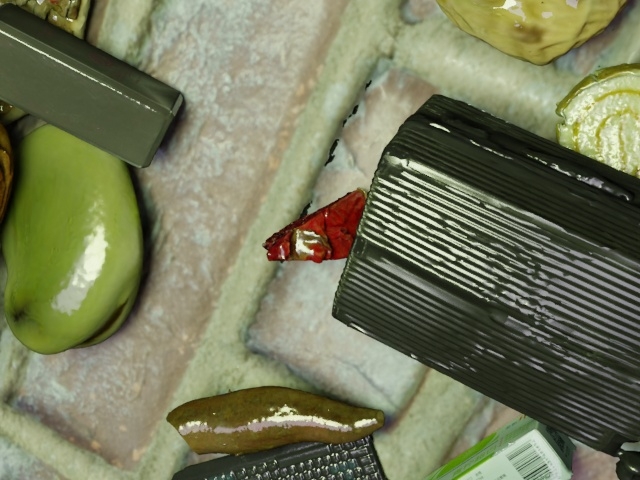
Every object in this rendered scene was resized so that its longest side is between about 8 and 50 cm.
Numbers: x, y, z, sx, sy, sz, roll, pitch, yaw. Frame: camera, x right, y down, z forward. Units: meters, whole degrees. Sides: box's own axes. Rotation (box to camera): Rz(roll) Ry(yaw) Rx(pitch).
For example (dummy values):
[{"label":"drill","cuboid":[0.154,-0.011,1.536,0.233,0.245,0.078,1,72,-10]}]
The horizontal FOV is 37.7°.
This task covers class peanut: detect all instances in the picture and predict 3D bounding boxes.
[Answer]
[{"label":"peanut","cuboid":[0.202,-0.280,0.855,0.196,0.110,0.233,11,103,9]}]

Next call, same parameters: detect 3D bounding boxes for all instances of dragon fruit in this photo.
[{"label":"dragon fruit","cuboid":[0.002,0.003,0.961,0.097,0.131,0.063,-25,97,26]}]

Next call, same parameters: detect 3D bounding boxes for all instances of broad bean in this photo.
[{"label":"broad bean","cuboid":[-0.283,-0.002,1.046,0.189,0.121,0.263,-2,97,25]}]

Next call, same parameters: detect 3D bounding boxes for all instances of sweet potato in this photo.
[{"label":"sweet potato","cuboid":[-0.047,0.199,1.043,0.243,0.077,0.077,-6,99,9]}]

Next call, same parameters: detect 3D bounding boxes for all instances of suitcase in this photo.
[{"label":"suitcase","cuboid":[0.194,0.036,0.859,0.335,0.152,0.229,25,130,10]}]

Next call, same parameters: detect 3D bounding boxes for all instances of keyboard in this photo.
[{"label":"keyboard","cuboid":[-0.050,0.287,1.085,0.262,0.016,0.106,-19,94,19]}]

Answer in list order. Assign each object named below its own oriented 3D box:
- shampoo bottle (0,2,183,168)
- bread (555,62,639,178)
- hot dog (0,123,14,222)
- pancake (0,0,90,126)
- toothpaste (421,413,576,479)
[{"label":"shampoo bottle","cuboid":[-0.273,-0.171,0.991,0.246,0.080,0.079,27,113,-12]},{"label":"bread","cuboid":[0.288,-0.088,0.890,0.117,0.064,0.156,-8,99,22]},{"label":"hot dog","cuboid":[-0.479,-0.004,0.945,0.267,0.174,0.387,30,82,-17]},{"label":"pancake","cuboid":[-0.418,-0.308,1.053,0.382,0.071,0.382,4,105,14]},{"label":"toothpaste","cuboid":[0.116,0.300,1.003,0.336,0.081,0.067,-38,87,19]}]
